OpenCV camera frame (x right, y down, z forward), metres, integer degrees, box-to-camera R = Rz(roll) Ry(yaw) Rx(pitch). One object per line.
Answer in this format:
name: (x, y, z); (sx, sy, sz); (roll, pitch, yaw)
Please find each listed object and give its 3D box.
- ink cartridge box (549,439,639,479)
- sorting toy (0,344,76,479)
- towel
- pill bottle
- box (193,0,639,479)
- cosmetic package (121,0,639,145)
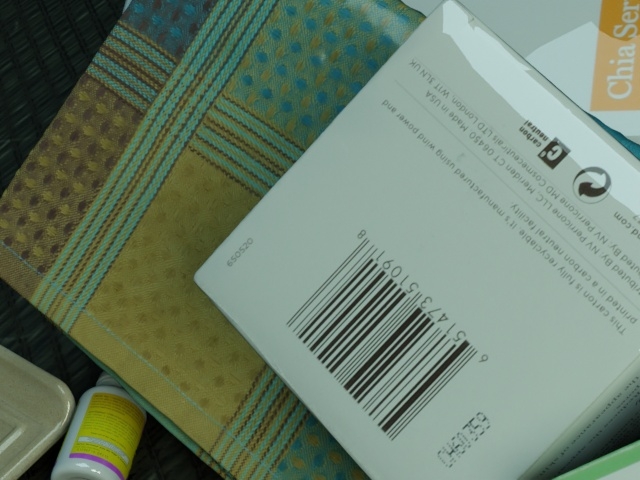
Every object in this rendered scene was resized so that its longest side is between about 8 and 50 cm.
ink cartridge box: (0.199, 0.107, 0.617); (0.154, 0.212, 0.093); (-29, 73, 20)
sorting toy: (-0.276, 0.142, 0.924); (0.193, 0.038, 0.208); (23, 59, 38)
towel: (0.000, 0.000, 0.806); (0.370, 0.040, 0.271); (36, 93, 25)
pill bottle: (-0.130, 0.117, 0.885); (0.043, 0.043, 0.083); (-3, 43, 17)
box: (0.076, 0.022, 0.681); (0.182, 0.119, 0.181); (-48, 66, 7)
cosmetic package: (0.107, -0.115, 0.921); (0.453, 0.161, 0.230); (0, 63, 21)
